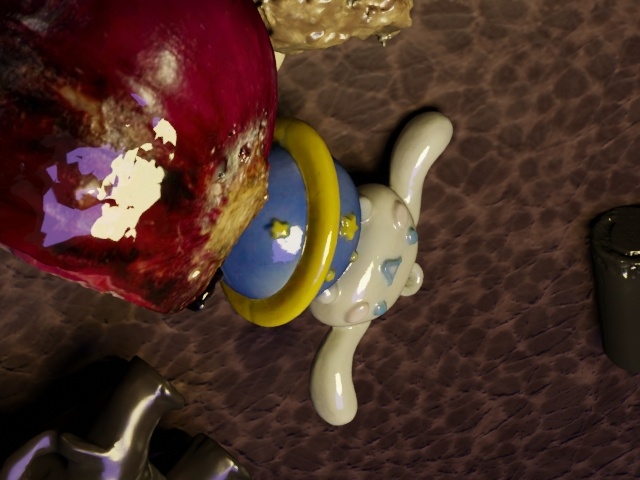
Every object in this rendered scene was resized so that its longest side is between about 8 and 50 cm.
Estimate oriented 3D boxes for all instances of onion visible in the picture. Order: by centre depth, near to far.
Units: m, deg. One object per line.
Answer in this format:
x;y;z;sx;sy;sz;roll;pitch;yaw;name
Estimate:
-0.162;-0.111;1.287;0.260;0.282;0.337;-64;163;2;onion

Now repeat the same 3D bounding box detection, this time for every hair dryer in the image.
0.416;0.023;1.923;0.251;0.089;0.197;-25;136;-11;hair dryer

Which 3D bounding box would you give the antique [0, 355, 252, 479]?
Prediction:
-0.213;0.273;1.745;0.255;0.185;0.322;-50;139;-14;antique

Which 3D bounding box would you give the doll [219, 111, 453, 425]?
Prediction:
-0.016;0.023;1.654;0.243;0.160;0.311;-8;108;-54;doll

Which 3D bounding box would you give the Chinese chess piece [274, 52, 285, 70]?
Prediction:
-0.087;-0.174;1.467;0.122;0.122;0.051;-14;152;-13;Chinese chess piece

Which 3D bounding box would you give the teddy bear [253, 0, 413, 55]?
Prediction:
0.078;-0.247;1.392;0.296;0.222;0.246;7;172;-17;teddy bear

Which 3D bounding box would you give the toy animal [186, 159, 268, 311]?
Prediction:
-0.127;-0.040;1.546;0.116;0.218;0.179;-3;172;-21;toy animal
